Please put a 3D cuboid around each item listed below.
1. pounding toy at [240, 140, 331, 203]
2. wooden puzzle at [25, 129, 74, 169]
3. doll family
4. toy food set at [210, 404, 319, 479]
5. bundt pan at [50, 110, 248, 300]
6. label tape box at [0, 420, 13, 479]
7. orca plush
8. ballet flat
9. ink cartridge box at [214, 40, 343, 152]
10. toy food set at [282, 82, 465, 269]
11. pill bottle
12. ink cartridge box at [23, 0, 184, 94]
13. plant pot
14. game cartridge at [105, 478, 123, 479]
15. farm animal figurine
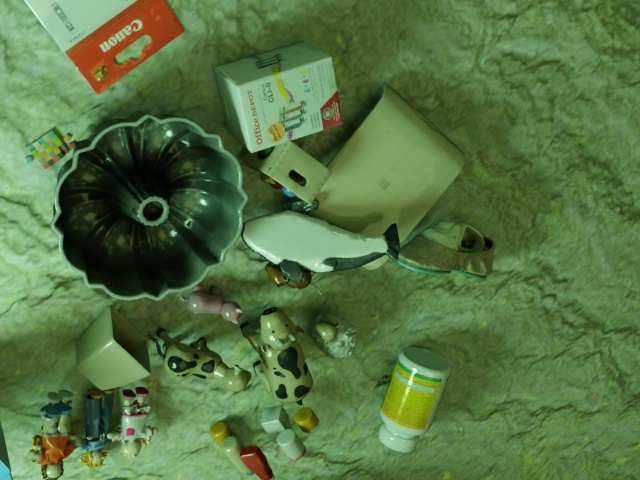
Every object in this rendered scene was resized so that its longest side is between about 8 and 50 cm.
[{"bbox_3d":[-0.085,-0.132,1.675,0.141,0.130,0.100,33,89,-38],"label":"pounding toy"},{"bbox_3d":[-0.447,-0.150,1.550,0.083,0.006,0.049,-37,124,-6],"label":"wooden puzzle"},{"bbox_3d":[-0.437,0.354,1.744,0.263,0.118,0.163,-5,110,-44],"label":"doll family"},{"bbox_3d":[-0.101,0.409,1.866,0.232,0.111,0.104,-16,127,19],"label":"toy food set"},{"bbox_3d":[-0.298,-0.070,1.591,0.331,0.124,0.331,-11,117,-23],"label":"bundt pan"},{"bbox_3d":[-0.629,0.361,1.500,0.240,0.334,0.106,-41,124,-4],"label":"label tape box"},{"bbox_3d":[0.000,0.000,1.748,0.287,0.102,0.151,-9,81,-4],"label":"orca plush"},{"bbox_3d":[0.256,0.012,1.890,0.316,0.107,0.106,7,105,-55],"label":"ballet flat"},{"bbox_3d":[-0.074,-0.248,1.617,0.176,0.127,0.128,-20,121,-16],"label":"ink cartridge box"},{"bbox_3d":[0.105,-0.118,1.803,0.220,0.092,0.306,39,91,-23],"label":"toy food set"},{"bbox_3d":[0.197,0.346,2.034,0.117,0.117,0.208,7,110,-29],"label":"pill bottle"},{"bbox_3d":[-0.340,-0.367,1.475,0.189,0.066,0.232,-38,120,-6],"label":"ink cartridge box"},{"bbox_3d":[-0.379,0.204,1.696,0.096,0.109,0.109,-35,124,7],"label":"plant pot"},{"bbox_3d":[-0.427,0.501,1.858,0.083,0.017,0.056,-13,114,-21],"label":"game cartridge"},{"bbox_3d":[-0.109,0.199,1.780,0.330,0.172,0.327,-39,124,-5],"label":"farm animal figurine"}]
